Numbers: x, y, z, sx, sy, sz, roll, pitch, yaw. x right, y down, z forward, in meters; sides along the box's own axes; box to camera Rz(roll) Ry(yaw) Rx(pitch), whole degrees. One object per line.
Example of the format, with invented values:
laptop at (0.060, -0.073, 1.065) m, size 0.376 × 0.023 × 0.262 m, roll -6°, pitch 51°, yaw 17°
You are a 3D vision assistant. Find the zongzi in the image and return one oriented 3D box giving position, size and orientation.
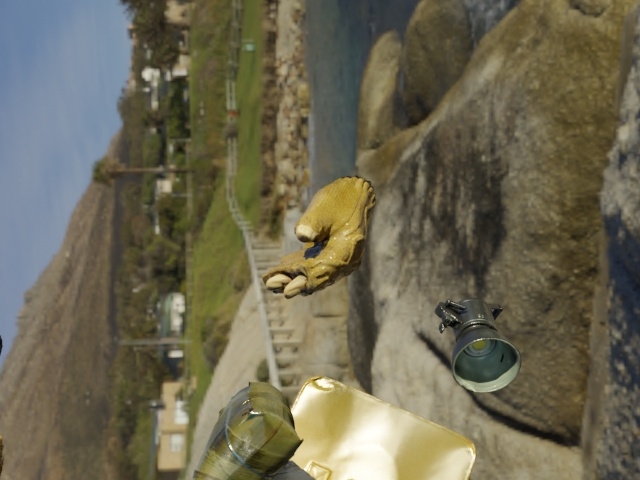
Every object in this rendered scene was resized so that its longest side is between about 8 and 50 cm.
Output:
zongzi at (-0.155, 0.376, 1.424) m, size 0.274 × 0.125 × 0.251 m, roll -51°, pitch 5°, yaw 1°

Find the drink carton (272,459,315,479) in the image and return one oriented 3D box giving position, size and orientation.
drink carton at (-0.108, 0.532, 1.562) m, size 0.134 × 0.102 × 0.222 m, roll 10°, pitch -71°, yaw -55°

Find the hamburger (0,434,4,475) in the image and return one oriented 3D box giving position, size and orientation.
hamburger at (-0.905, 0.530, 1.964) m, size 0.318 × 0.319 × 0.158 m, roll -97°, pitch 5°, yaw -47°

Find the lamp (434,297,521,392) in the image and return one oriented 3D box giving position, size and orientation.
lamp at (0.338, 0.206, 1.859) m, size 0.227 × 0.172 × 0.147 m, roll -95°, pitch 29°, yaw -61°

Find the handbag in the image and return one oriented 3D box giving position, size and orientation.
handbag at (0.097, 0.483, 1.750) m, size 0.283 × 0.401 × 0.133 m, roll -60°, pitch -14°, yaw -31°

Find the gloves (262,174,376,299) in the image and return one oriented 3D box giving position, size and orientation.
gloves at (0.017, 0.002, 1.757) m, size 0.356 × 0.155 × 0.203 m, roll -48°, pitch -20°, yaw -39°

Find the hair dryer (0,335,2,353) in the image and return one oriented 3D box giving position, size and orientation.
hair dryer at (-0.353, 0.044, 0.614) m, size 0.195 × 0.173 × 0.050 m, roll 61°, pitch -133°, yaw -70°
